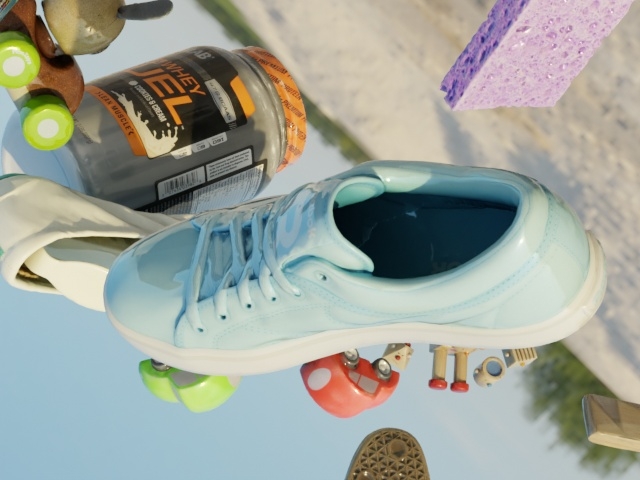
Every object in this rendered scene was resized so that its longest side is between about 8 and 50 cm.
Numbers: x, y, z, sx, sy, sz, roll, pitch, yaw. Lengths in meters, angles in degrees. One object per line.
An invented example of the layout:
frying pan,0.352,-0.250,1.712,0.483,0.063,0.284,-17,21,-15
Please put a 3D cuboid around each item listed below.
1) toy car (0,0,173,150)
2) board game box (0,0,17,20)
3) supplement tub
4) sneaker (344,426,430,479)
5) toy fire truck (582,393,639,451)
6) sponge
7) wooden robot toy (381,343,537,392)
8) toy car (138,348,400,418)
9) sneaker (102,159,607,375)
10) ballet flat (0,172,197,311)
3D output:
toy car,-0.237,-0.205,1.632,0.149,0.188,0.155,66,177,-36
board game box,-0.332,-0.237,1.162,0.254,0.079,0.336,29,-150,-7
supplement tub,-0.183,-0.105,1.858,0.193,0.316,0.193,31,133,40
sneaker,0.036,0.225,1.142,0.066,0.188,0.071,6,169,-11
toy fire truck,0.353,0.179,1.314,0.158,0.246,0.217,62,-160,-23
sponge,0.190,-0.182,1.289,0.117,0.210,0.031,-4,-128,-38
wooden robot toy,0.158,0.119,1.771,0.173,0.076,0.079,7,157,-15
toy car,-0.057,0.119,1.504,0.239,0.225,0.053,62,-162,-53
sneaker,0.000,0.000,1.110,0.150,0.366,0.135,52,-144,-53
ballet flat,-0.166,0.037,1.672,0.400,0.139,0.139,14,-159,-35
